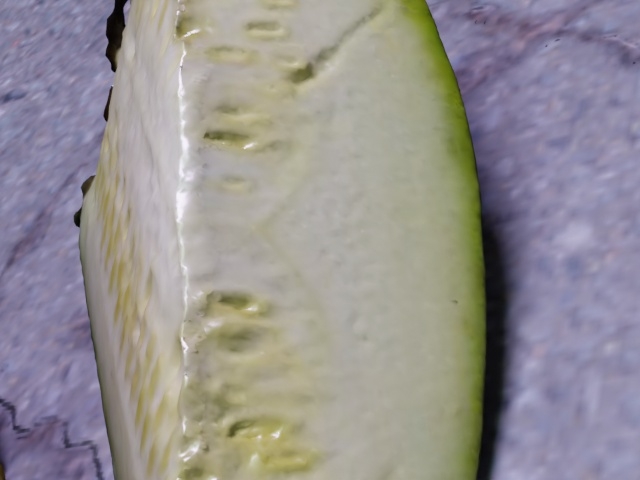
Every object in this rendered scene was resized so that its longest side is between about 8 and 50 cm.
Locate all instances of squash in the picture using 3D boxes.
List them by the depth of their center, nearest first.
[{"bbox_3d":[0.000,0.000,0.392,0.252,0.093,0.169,-112,33,-56],"label":"squash"}]

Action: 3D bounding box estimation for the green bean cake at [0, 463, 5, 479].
[{"bbox_3d":[-0.197,0.112,0.414,0.224,0.131,0.230,-35,35,1],"label":"green bean cake"}]
